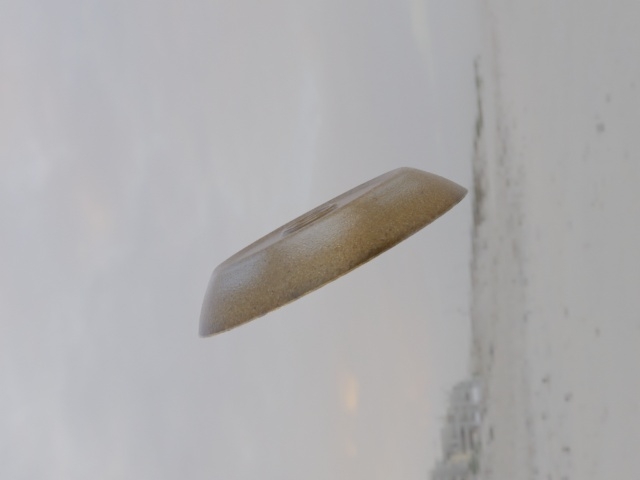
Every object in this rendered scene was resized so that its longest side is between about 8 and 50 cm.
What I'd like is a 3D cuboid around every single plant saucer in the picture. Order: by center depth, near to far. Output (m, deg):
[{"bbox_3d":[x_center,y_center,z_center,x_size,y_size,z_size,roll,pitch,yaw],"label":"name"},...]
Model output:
[{"bbox_3d":[0.000,0.000,0.355,0.015,0.083,0.083,61,-169,-4],"label":"plant saucer"}]
